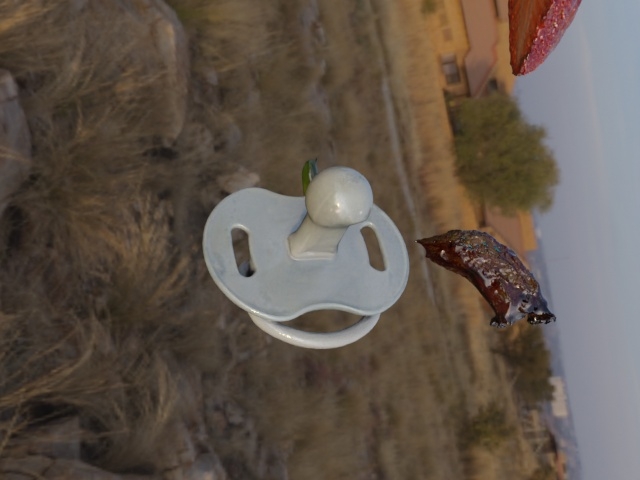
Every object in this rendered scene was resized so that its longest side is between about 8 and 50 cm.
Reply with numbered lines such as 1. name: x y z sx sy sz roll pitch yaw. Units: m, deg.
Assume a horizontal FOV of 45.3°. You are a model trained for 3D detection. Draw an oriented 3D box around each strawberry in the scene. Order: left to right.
1. strawberry: 0.378 -0.397 1.248 0.175 0.107 0.236 -96 -169 -45

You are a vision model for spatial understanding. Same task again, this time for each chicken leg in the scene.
1. chicken leg: 0.257 0.052 1.172 0.234 0.105 0.063 48 -13 16

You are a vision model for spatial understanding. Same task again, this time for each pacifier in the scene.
1. pacifier: 0.000 0.000 0.976 0.226 0.287 0.238 115 -30 -51

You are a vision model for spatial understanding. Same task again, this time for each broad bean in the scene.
1. broad bean: 0.004 -0.017 1.535 0.043 0.060 0.297 172 -89 -67
